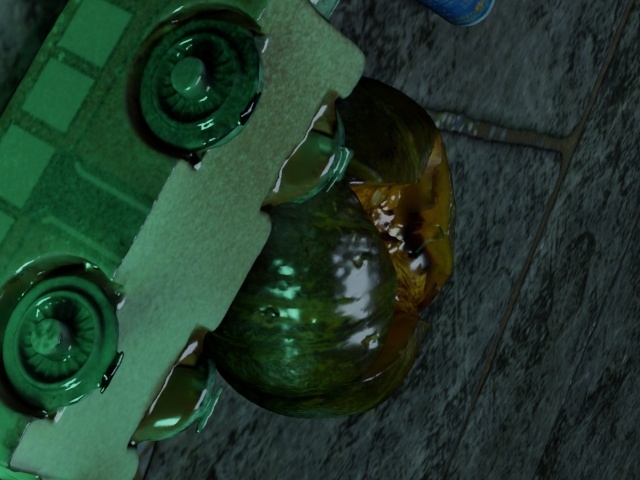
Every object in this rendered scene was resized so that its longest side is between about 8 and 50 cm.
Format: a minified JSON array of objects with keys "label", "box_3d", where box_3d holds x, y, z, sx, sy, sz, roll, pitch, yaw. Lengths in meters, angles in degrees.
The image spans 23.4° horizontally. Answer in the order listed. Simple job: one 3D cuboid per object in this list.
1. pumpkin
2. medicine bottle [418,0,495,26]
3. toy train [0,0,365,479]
[{"label":"pumpkin","box_3d":[-0.003,0.001,1.043,0.238,0.159,0.238,0,90,-66]},{"label":"medicine bottle","box_3d":[0.077,-0.202,1.138,0.191,0.051,0.051,13,101,-65]},{"label":"toy train","box_3d":[-0.101,-0.022,0.841,0.326,0.159,0.129,-61,152,-1]}]
